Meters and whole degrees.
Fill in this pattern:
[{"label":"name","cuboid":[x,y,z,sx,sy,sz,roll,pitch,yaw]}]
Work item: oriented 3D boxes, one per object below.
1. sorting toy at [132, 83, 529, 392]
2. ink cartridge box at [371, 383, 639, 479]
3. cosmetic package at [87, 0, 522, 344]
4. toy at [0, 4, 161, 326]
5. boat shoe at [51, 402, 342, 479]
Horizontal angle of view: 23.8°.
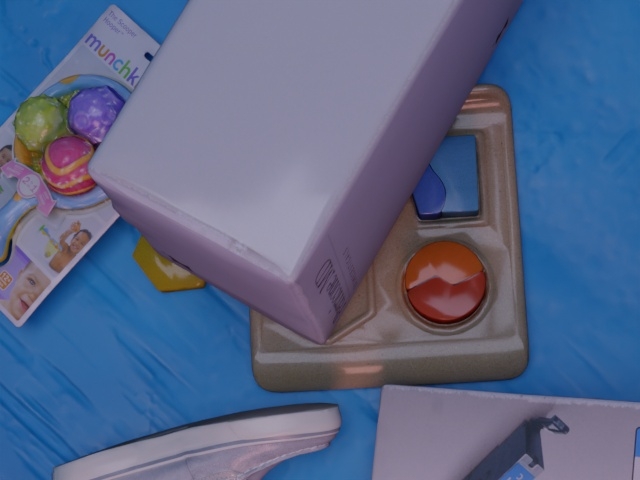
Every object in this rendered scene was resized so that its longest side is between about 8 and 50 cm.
[{"label":"sorting toy","cuboid":[0.000,0.000,1.169,0.307,0.041,0.229,-4,82,5]},{"label":"ink cartridge box","cuboid":[0.168,0.239,1.045,0.296,0.066,0.261,0,80,34]},{"label":"cosmetic package","cuboid":[0.038,-0.174,1.072,0.161,0.230,0.453,29,81,11]},{"label":"toy","cuboid":[-0.206,-0.066,1.180,0.137,0.056,0.237,42,93,21]},{"label":"boat shoe","cuboid":[-0.087,0.178,1.141,0.227,0.079,0.081,-15,88,9]}]
